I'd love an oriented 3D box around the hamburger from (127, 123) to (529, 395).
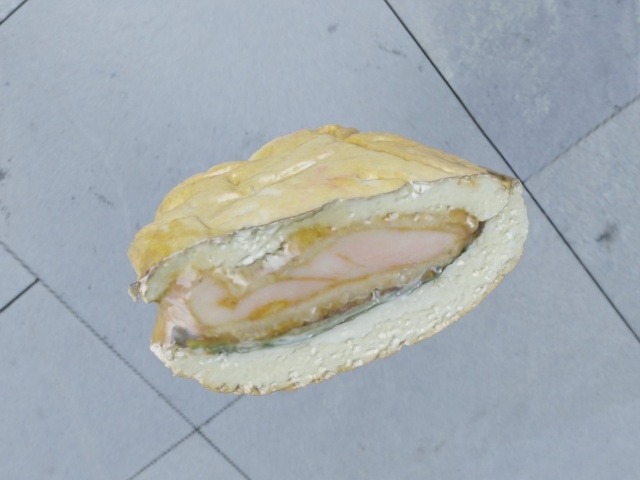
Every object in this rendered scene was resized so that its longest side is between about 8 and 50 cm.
[{"bbox_3d":[-0.001,-0.003,0.788,0.329,0.209,0.162,-19,118,-6],"label":"hamburger"}]
